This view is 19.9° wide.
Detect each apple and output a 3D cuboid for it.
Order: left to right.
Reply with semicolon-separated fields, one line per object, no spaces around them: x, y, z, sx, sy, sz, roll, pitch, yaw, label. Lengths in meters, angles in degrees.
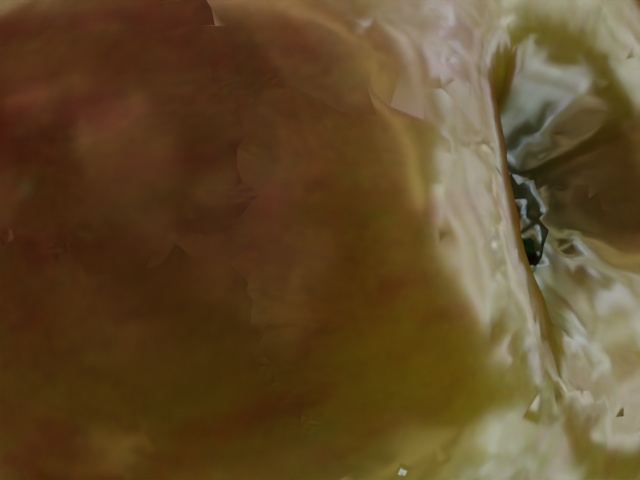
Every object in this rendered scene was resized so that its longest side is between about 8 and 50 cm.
0.000;0.000;0.573;0.301;0.301;0.301;3;-86;38;apple
